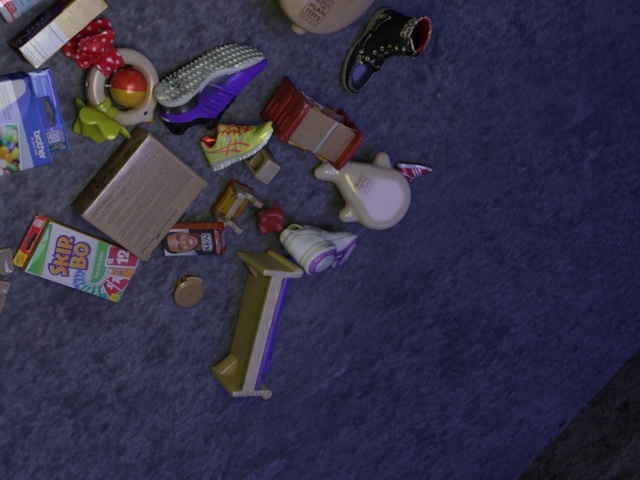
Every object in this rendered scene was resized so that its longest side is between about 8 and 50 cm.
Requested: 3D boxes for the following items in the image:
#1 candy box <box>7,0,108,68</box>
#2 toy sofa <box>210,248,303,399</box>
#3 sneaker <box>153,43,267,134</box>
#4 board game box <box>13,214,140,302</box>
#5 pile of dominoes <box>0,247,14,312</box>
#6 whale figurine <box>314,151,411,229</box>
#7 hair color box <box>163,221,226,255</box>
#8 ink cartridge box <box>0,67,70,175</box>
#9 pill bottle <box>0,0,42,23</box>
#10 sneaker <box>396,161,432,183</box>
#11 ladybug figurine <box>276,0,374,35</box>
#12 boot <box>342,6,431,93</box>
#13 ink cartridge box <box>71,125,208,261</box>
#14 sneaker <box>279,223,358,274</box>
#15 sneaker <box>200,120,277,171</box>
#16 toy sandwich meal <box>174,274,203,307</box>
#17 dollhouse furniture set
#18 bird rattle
[{"bbox_3d":[-0.513,-0.420,1.486,0.186,0.109,0.053,-44,127,-11],"label":"candy box"},{"bbox_3d":[-0.145,0.215,1.970,0.177,0.150,0.363,6,105,-35],"label":"toy sofa"},{"bbox_3d":[-0.242,-0.333,1.723,0.293,0.102,0.146,-35,143,-28],"label":"sneaker"},{"bbox_3d":[-0.538,0.044,1.702,0.259,0.039,0.124,26,92,-38],"label":"board game box"},{"bbox_3d":[-0.768,0.078,1.573,0.251,0.040,0.196,18,97,-46],"label":"pile of dominoes"},{"bbox_3d":[0.108,-0.144,2.032,0.272,0.141,0.216,31,89,-14],"label":"whale figurine"},{"bbox_3d":[-0.297,-0.004,1.798,0.141,0.043,0.072,-1,114,5],"label":"hair color box"},{"bbox_3d":[-0.658,-0.218,1.500,0.311,0.065,0.186,-21,119,-29],"label":"ink cartridge box"},{"bbox_3d":[-0.555,-0.490,1.441,0.160,0.087,0.087,-43,127,-13],"label":"pill bottle"},{"bbox_3d":[0.262,-0.184,2.156,0.118,0.042,0.067,3,103,-27],"label":"sneaker"},{"bbox_3d":[0.026,-0.677,1.718,0.305,0.162,0.449,26,93,-38],"label":"ladybug figurine"},{"bbox_3d":[0.161,-0.464,1.886,0.085,0.178,0.236,28,91,-39],"label":"boot"},{"bbox_3d":[-0.401,-0.103,1.704,0.235,0.088,0.193,-52,130,-7],"label":"ink cartridge box"},{"bbox_3d":[0.000,0.000,1.982,0.114,0.152,0.305,-56,163,15],"label":"sneaker"},{"bbox_3d":[-0.194,-0.233,1.746,0.094,0.208,0.081,57,30,-20],"label":"sneaker"},{"bbox_3d":[-0.328,0.125,1.887,0.085,0.029,0.086,-16,122,-28],"label":"toy sandwich meal"},{"bbox_3d":[-0.095,-0.185,1.872,0.201,0.152,0.374,25,110,-39],"label":"dollhouse furniture set"},{"bbox_3d":[-0.436,-0.331,1.597,0.207,0.143,0.254,-6,99,-45],"label":"bird rattle"}]
